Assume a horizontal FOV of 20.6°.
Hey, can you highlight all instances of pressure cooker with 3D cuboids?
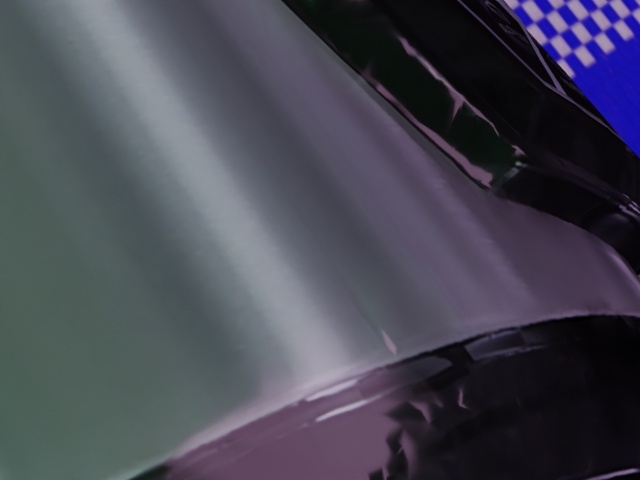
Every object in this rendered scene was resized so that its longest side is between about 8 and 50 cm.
[{"bbox_3d":[-0.122,0.007,0.588,0.375,0.370,0.420,-16,60,-33],"label":"pressure cooker"}]

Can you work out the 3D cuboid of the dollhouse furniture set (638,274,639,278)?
[{"bbox_3d":[0.000,0.000,0.937,0.303,0.198,0.286,30,12,25],"label":"dollhouse furniture set"}]
